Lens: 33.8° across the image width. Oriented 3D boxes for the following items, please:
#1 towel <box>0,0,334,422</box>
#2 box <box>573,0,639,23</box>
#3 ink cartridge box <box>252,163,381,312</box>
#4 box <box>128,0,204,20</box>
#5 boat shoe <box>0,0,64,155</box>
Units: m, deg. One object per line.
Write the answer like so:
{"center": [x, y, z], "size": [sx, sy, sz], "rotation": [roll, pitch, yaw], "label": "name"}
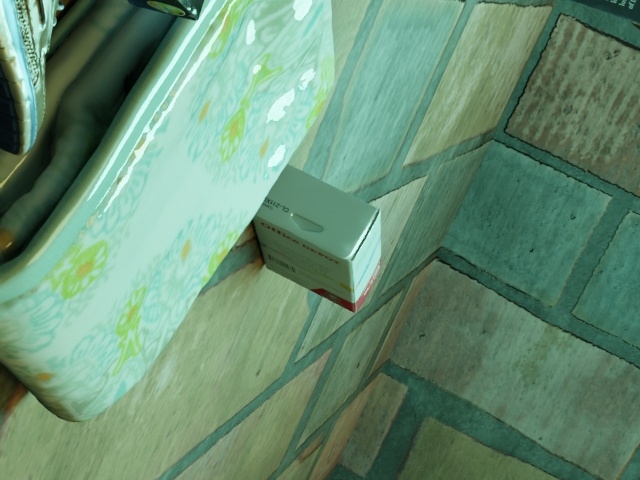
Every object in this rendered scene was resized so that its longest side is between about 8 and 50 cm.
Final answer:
{"center": [-0.109, -0.061, 0.760], "size": [0.375, 0.090, 0.320], "rotation": [-57, 165, -19], "label": "towel"}
{"center": [0.259, -0.400, 0.924], "size": [0.343, 0.312, 0.179], "rotation": [103, 10, -48], "label": "box"}
{"center": [0.000, 0.000, 1.193], "size": [0.072, 0.127, 0.175], "rotation": [-59, 167, -18], "label": "ink cartridge box"}
{"center": [-0.071, -0.247, 0.521], "size": [0.159, 0.044, 0.233], "rotation": [26, 79, -76], "label": "box"}
{"center": [-0.156, -0.117, 0.517], "size": [0.066, 0.066, 0.183], "rotation": [-54, 165, -33], "label": "boat shoe"}
